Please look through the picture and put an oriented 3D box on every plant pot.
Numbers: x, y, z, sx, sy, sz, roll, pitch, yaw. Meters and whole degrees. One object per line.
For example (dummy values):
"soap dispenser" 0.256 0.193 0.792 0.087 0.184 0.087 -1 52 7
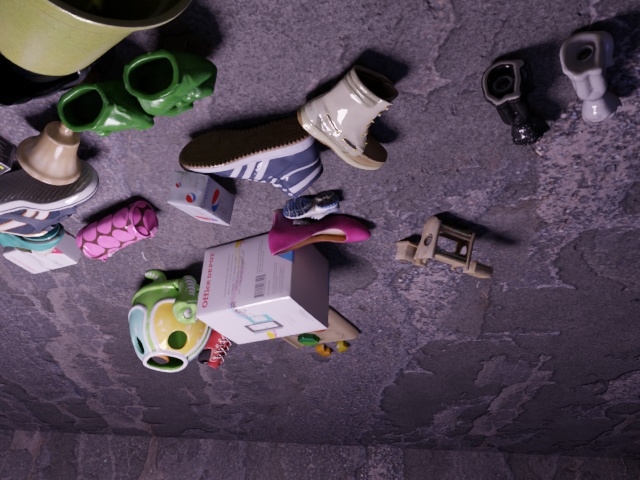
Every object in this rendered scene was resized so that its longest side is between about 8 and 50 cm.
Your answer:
"plant pot" -0.342 -0.355 0.893 0.276 0.276 0.254 24 153 -31

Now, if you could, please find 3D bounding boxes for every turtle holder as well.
"turtle holder" -0.388 0.224 1.816 0.320 0.227 0.243 -20 141 32

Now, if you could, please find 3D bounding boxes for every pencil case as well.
"pencil case" -0.476 -0.019 1.564 0.209 0.095 0.098 -19 107 33

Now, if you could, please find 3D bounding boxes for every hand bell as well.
"hand bell" -0.470 -0.230 1.244 0.126 0.126 0.242 22 130 -28

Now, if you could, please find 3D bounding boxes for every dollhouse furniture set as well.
"dollhouse furniture set" 0.305 0.020 1.613 0.182 0.101 0.161 19 169 -25

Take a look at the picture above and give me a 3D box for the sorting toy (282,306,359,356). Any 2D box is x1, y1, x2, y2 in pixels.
"sorting toy" 0.000 0.305 2.096 0.229 0.041 0.307 -16 144 26

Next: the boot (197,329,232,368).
"boot" -0.265 0.285 1.955 0.244 0.176 0.088 -24 138 33

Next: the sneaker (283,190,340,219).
"sneaker" -0.018 -0.068 1.497 0.135 0.052 0.058 -10 150 19

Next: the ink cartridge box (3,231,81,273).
"ink cartridge box" -0.699 0.022 1.666 0.150 0.063 0.109 -12 145 23

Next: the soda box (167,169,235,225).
"soda box" -0.244 -0.085 1.382 0.074 0.069 0.216 10 173 8

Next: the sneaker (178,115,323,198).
"sneaker" -0.131 -0.150 1.327 0.282 0.099 0.153 -9 145 13

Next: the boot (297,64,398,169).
"boot" 0.086 -0.222 1.222 0.213 0.077 0.165 29 137 -32

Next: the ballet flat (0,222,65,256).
"ballet flat" -0.671 -0.007 1.549 0.247 0.083 0.087 9 133 31

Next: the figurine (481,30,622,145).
"figurine" 0.417 -0.250 1.163 0.215 0.092 0.209 -16 152 25

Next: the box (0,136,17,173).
"box" -0.791 -0.202 1.320 0.216 0.060 0.270 -18 143 28

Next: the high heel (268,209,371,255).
"high heel" 0.000 0.000 1.539 0.244 0.117 0.082 12 146 -15

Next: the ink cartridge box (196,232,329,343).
"ink cartridge box" -0.140 0.120 1.664 0.270 0.198 0.197 -13 146 24

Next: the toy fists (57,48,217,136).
"toy fists" -0.306 -0.248 1.139 0.279 0.096 0.142 -17 -173 24

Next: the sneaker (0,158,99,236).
"sneaker" -0.596 -0.090 1.427 0.321 0.126 0.127 -7 149 17

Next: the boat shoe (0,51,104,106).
"boat shoe" -0.525 -0.283 1.122 0.340 0.113 0.127 -5 147 12
